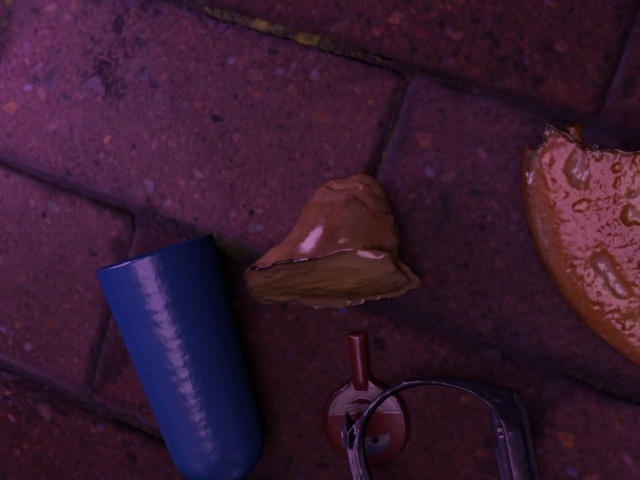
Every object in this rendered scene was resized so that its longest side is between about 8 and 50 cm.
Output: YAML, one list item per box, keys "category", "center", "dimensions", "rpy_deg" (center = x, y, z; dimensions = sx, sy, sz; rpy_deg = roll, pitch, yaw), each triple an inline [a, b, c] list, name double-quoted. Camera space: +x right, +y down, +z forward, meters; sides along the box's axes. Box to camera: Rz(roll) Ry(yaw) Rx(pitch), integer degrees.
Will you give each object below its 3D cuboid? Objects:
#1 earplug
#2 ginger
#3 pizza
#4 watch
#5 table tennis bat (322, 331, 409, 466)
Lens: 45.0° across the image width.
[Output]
- category: "earplug"
  center: [-0.141, 0.141, 0.853]
  dimensions: [0.132, 0.132, 0.273]
  rpy_deg: [-16, 94, 16]
- category: "ginger"
  center: [-0.003, 0.003, 0.825]
  dimensions: [0.193, 0.115, 0.122]
  rpy_deg: [-13, 70, 24]
- category: "pizza"
  center: [0.325, -0.013, 0.728]
  dimensions: [0.229, 0.081, 0.289]
  rpy_deg: [-39, 85, 22]
- category: "watch"
  center: [0.126, 0.243, 0.794]
  dimensions: [0.193, 0.068, 0.206]
  rpy_deg: [-10, 79, 9]
- category: "table tennis bat"
  center: [0.048, 0.177, 0.858]
  dimensions: [0.098, 0.019, 0.154]
  rpy_deg: [-4, 97, 15]
